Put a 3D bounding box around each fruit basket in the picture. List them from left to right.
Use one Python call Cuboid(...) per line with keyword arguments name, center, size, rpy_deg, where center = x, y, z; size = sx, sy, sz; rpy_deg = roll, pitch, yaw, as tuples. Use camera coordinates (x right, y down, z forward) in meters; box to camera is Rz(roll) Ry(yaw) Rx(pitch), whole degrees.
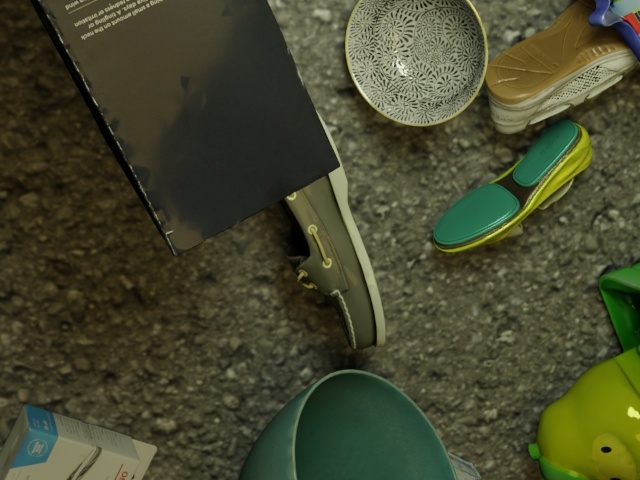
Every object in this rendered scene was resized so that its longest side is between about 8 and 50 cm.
Cuboid(name="fruit basket", center=(0.467, 0.214, 1.769), size=(0.392, 0.283, 0.392), rpy_deg=(-10, 107, -32))

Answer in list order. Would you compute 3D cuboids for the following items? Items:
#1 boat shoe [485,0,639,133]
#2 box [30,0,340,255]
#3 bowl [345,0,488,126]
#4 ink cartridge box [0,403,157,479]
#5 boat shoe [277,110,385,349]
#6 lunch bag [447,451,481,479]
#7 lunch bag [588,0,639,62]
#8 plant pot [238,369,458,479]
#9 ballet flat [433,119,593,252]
Cuboid(name="boat shoe", center=(0.309, -0.212, 1.615), size=(0.277, 0.098, 0.096), rpy_deg=(-27, 145, -15))
Cuboid(name="box", center=(-0.164, -0.209, 1.298), size=(0.179, 0.343, 0.312), rpy_deg=(-28, 119, -7))
Cuboid(name="bowl", center=(0.121, -0.218, 1.528), size=(0.080, 0.170, 0.170), rpy_deg=(-31, 132, -57))
Cuboid(name="ink cartridge box", center=(-0.286, 0.275, 1.627), size=(0.180, 0.060, 0.104), rpy_deg=(22, 103, -26))
Cuboid(name="boat shoe", center=(-0.001, -0.001, 1.583), size=(0.091, 0.109, 0.305), rpy_deg=(-22, 112, -9))
Cuboid(name="lunch bag", center=(0.157, 0.317, 1.807), size=(0.083, 0.053, 0.071), rpy_deg=(29, 99, -18))
Cuboid(name="lunch bag", center=(0.417, -0.329, 1.527), size=(0.293, 0.138, 0.221), rpy_deg=(-42, 110, -8))
Cuboid(name="plant pot", center=(0.006, 0.325, 1.657), size=(0.290, 0.290, 0.195), rpy_deg=(37, 133, -29))
Cuboid(name="ballet flat", center=(0.242, -0.050, 1.668), size=(0.231, 0.077, 0.077), rpy_deg=(-41, 136, -1))
